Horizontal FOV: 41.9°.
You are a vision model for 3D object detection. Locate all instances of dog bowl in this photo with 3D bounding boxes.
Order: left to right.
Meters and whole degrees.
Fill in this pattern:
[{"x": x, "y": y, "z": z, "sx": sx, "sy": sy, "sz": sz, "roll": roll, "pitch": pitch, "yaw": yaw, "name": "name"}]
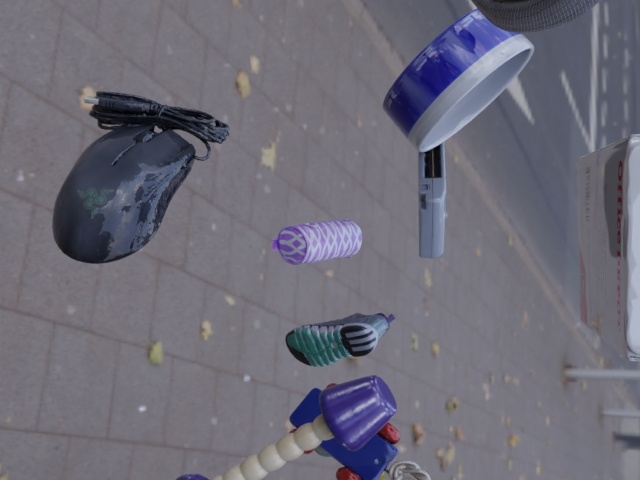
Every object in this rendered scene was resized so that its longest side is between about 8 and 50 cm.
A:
[{"x": 0.239, "y": -0.280, "z": 1.463, "sx": 0.104, "sy": 0.265, "sz": 0.265, "roll": 50, "pitch": 26, "yaw": 9, "name": "dog bowl"}]

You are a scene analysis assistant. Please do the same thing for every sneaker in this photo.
[{"x": 0.037, "y": 0.180, "z": 1.566, "sx": 0.098, "sy": 0.224, "sz": 0.083, "roll": -31, "pitch": 105, "yaw": -45, "name": "sneaker"}]

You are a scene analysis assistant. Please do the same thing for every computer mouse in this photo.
[{"x": -0.231, "y": -0.091, "z": 0.989, "sx": 0.072, "sy": 0.188, "sz": 0.272, "roll": 96, "pitch": 8, "yaw": -48, "name": "computer mouse"}]

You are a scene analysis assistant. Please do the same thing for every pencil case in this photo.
[{"x": 0.000, "y": 0.000, "z": 1.714, "sx": 0.206, "sy": 0.088, "sz": 0.086, "roll": -6, "pitch": 107, "yaw": -53, "name": "pencil case"}]

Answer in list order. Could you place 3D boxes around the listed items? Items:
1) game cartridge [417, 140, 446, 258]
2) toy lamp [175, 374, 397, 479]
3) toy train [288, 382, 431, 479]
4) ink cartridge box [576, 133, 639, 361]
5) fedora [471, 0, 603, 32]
[{"x": 0.217, "y": -0.123, "z": 1.644, "sx": 0.198, "sy": 0.062, "sz": 0.297, "roll": 76, "pitch": 15, "yaw": -50, "name": "game cartridge"}, {"x": -0.038, "y": 0.240, "z": 0.952, "sx": 0.080, "sy": 0.275, "sz": 0.080, "roll": 51, "pitch": 16, "yaw": -21, "name": "toy lamp"}, {"x": 0.074, "y": 0.321, "z": 1.192, "sx": 0.105, "sy": 0.248, "sz": 0.143, "roll": -49, "pitch": 158, "yaw": -17, "name": "toy train"}, {"x": 0.376, "y": 0.004, "z": 0.941, "sx": 0.306, "sy": 0.131, "sz": 0.226, "roll": -20, "pitch": 109, "yaw": -83, "name": "ink cartridge box"}, {"x": 0.228, "y": -0.318, "z": 0.727, "sx": 0.124, "sy": 0.244, "sz": 0.275, "roll": -4, "pitch": 110, "yaw": -32, "name": "fedora"}]
